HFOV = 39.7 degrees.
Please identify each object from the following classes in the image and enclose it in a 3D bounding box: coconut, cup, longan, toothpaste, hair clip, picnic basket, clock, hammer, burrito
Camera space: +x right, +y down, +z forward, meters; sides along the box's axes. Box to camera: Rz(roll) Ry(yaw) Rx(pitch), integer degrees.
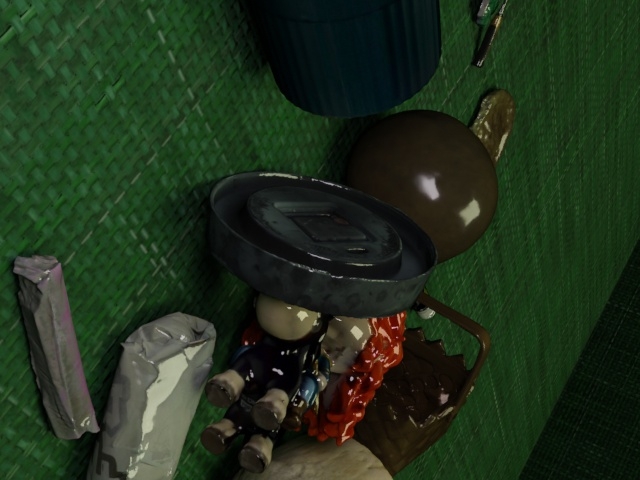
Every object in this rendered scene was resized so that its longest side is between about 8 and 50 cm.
[{"bbox_3d":[-0.001,0.466,1.481,0.329,0.329,0.328,-38,138,-43],"label":"coconut"},{"bbox_3d":[0.012,-0.343,1.089,0.242,0.308,0.292,-26,139,-8],"label":"cup"},{"bbox_3d":[0.162,-0.085,1.441,0.258,0.258,0.258,-38,138,-43],"label":"longan"},{"bbox_3d":[0.189,0.102,1.828,0.071,0.045,0.193,-59,144,-19],"label":"toothpaste"},{"bbox_3d":[0.329,-0.500,1.677,0.124,0.052,0.195,-25,136,-58],"label":"hair clip"},{"bbox_3d":[0.151,0.238,1.625,0.291,0.254,0.320,-24,138,-53],"label":"picnic basket"},{"bbox_3d":[0.000,-0.002,1.169,0.313,0.313,0.061,-20,133,-54],"label":"clock"},{"bbox_3d":[0.344,-0.430,1.718,0.078,0.021,0.201,-36,151,-63],"label":"hammer"},{"bbox_3d":[-0.249,0.308,1.154,0.139,0.101,0.445,10,100,-65],"label":"burrito"}]

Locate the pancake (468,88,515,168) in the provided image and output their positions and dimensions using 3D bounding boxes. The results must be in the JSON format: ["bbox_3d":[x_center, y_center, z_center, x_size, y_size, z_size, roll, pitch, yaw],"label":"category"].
[{"bbox_3d":[0.362,-0.212,1.912,0.236,0.042,0.222,-52,145,-29],"label":"pancake"}]

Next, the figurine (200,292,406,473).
[{"bbox_3d":[-0.026,0.157,1.276,0.412,0.241,0.306,-3,100,-67],"label":"figurine"}]

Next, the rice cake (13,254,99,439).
[{"bbox_3d":[-0.297,0.129,1.006,0.049,0.055,0.269,-43,140,-46],"label":"rice cake"}]
